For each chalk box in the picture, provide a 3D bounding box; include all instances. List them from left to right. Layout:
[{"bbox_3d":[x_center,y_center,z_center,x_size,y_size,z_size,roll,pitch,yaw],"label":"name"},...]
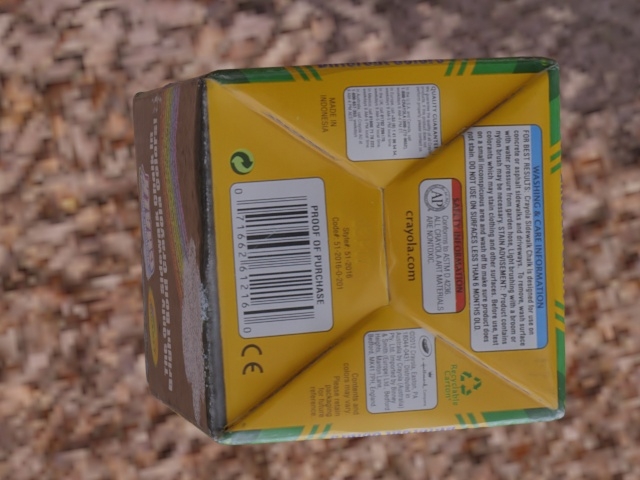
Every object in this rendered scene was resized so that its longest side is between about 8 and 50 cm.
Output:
[{"bbox_3d":[0.000,0.000,1.032,0.179,0.180,0.289,-3,-177,-13],"label":"chalk box"}]
